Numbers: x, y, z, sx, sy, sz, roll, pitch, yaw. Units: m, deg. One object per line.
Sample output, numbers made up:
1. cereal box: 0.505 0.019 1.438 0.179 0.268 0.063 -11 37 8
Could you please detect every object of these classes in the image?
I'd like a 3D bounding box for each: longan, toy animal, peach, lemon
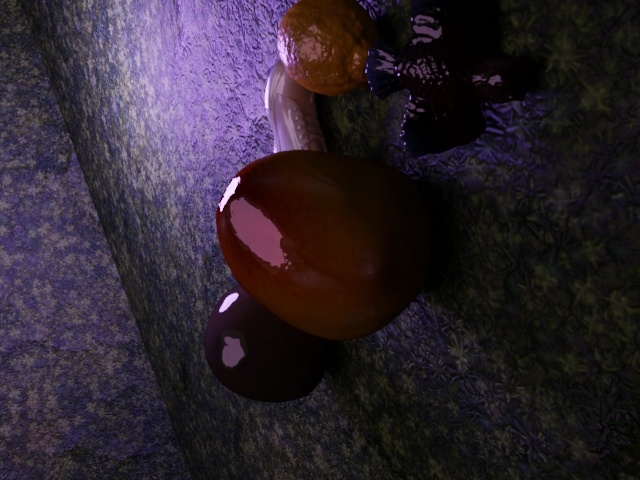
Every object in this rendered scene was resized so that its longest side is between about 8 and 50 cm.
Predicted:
1. longan: -0.109 0.206 1.206 0.258 0.258 0.257 32 130 46
2. toy animal: 0.153 -0.197 0.704 0.180 0.116 0.218 28 121 49
3. peach: -0.002 0.003 0.870 0.289 0.308 0.288 178 90 -69
4. lemon: 0.015 -0.281 0.853 0.187 0.142 0.142 36 134 36

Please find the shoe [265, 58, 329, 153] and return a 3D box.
1. shoe: -0.026 -0.181 1.023 0.110 0.095 0.264 35 139 36
